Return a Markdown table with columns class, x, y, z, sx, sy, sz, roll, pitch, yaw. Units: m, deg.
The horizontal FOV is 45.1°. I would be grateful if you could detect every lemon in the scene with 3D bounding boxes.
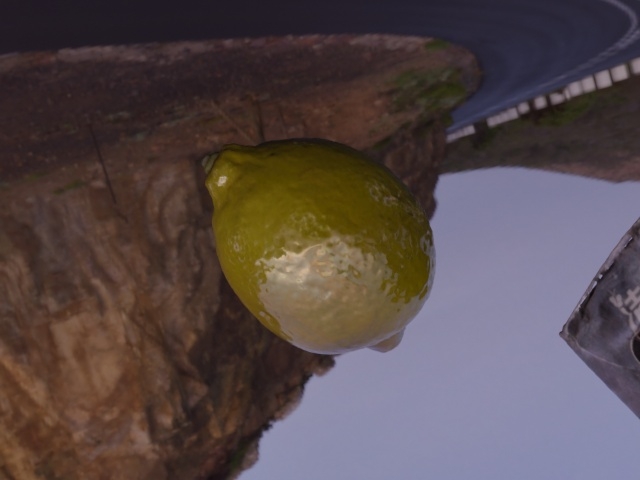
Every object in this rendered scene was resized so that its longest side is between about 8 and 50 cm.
| class | x | y | z | sx | sy | sz | roll | pitch | yaw |
| --- | --- | --- | --- | --- | --- | --- | --- | --- | --- |
| lemon | 0.000 | 0.000 | 0.692 | 0.184 | 0.248 | 0.184 | -39 | -162 | 15 |

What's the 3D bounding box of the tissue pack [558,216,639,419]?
| class | x | y | z | sx | sy | sz | roll | pitch | yaw |
| --- | --- | --- | --- | --- | --- | --- | --- | --- | --- |
| tissue pack | 0.410 | 0.122 | 0.672 | 0.122 | 0.361 | 0.259 | -20 | 148 | -34 |
